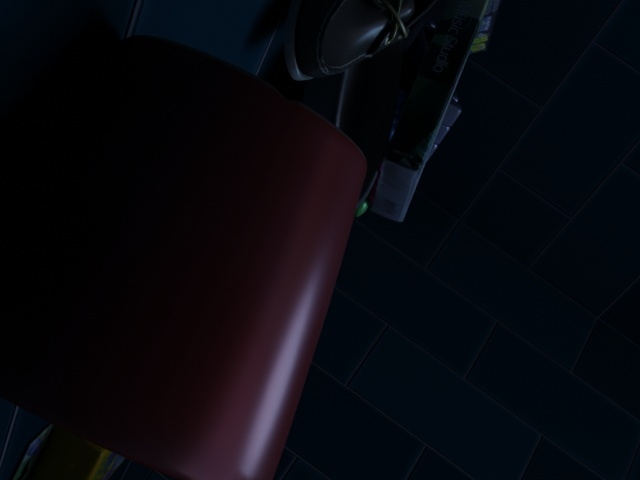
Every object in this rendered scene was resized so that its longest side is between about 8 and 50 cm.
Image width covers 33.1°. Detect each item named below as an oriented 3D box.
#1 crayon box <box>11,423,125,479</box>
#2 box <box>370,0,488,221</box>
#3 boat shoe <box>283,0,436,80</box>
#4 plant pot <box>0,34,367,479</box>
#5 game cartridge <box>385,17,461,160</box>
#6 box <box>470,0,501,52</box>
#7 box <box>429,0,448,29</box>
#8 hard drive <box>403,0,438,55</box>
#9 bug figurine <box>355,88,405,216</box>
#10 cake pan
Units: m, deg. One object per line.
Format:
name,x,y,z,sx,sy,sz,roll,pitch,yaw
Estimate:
crayon box,-0.316,0.278,1.528,0.203,0.083,0.323,-57,174,34
box,0.161,-0.207,1.543,0.232,0.059,0.322,96,15,-75
boat shoe,0.060,-0.259,1.144,0.305,0.091,0.109,-52,145,-44
plant pot,-0.106,0.010,0.748,0.275,0.275,0.243,89,27,-83
game cartridge,0.140,-0.230,1.875,0.230,0.068,0.355,-53,-158,27
box,0.240,-0.385,1.653,0.036,0.114,0.207,-11,163,-2
box,0.253,-0.428,2.105,0.261,0.103,0.184,-56,179,22
hard drive,0.124,-0.337,1.720,0.254,0.054,0.172,-57,175,22
bug figurine,0.081,-0.148,1.654,0.279,0.072,0.216,-22,122,-74
cake pan,0.041,-0.182,1.351,0.293,0.054,0.293,13,90,-75
